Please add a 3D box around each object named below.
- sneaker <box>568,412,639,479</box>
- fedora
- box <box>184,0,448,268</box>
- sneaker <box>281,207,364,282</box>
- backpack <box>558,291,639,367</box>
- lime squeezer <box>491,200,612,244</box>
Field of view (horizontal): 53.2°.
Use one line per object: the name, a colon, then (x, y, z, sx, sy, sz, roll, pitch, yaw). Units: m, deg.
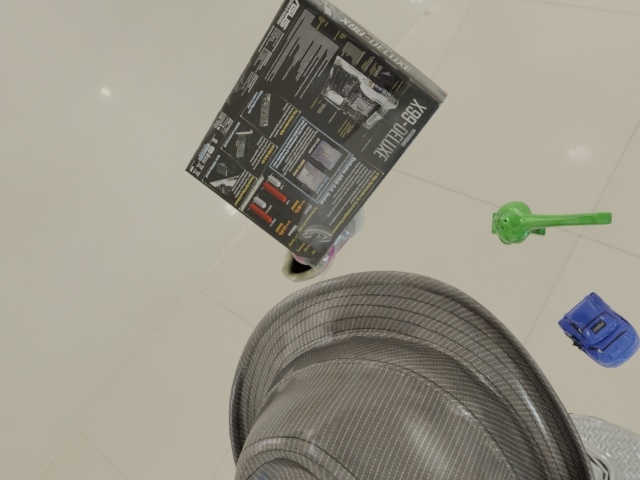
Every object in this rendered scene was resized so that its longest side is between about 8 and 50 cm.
sneaker: (0.376, 0.359, 0.997, 0.366, 0.210, 0.137, -26, 53, 45)
fedora: (0.027, 0.167, 0.367, 0.244, 0.124, 0.275, -11, 99, 28)
box: (-0.013, -0.150, 0.891, 0.242, 0.076, 0.307, 37, 117, 1)
sneaker: (0.000, 0.000, 1.269, 0.103, 0.111, 0.252, 36, 128, 12)
backpack: (0.494, 0.164, 1.130, 0.098, 0.101, 0.120, -47, 54, 12)
lime squeezer: (0.288, -0.028, 0.878, 0.110, 0.310, 0.058, -14, 86, 6)
